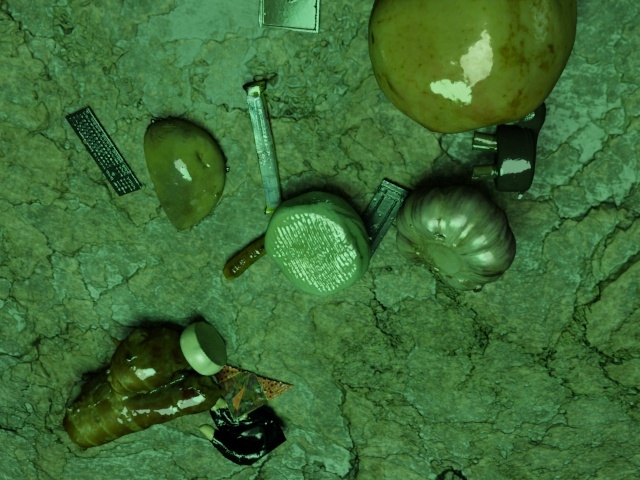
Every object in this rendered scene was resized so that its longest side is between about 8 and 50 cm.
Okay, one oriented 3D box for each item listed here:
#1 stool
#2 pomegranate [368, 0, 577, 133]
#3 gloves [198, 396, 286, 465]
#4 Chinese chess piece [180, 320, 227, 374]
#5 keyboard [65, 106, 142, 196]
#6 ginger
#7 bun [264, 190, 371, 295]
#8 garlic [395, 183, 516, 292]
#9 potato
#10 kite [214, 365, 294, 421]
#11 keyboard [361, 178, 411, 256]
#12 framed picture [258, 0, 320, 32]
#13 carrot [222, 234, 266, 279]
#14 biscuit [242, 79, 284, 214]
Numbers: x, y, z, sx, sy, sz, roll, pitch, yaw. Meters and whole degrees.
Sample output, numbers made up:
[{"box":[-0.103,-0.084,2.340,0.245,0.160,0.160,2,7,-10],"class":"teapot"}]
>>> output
[{"box":[0.333,-0.176,1.535,0.121,0.125,0.217,5,116,8],"class":"stool"},{"box":[0.220,-0.336,1.331,0.342,0.342,0.343,5,125,6],"class":"pomegranate"},{"box":[-0.199,0.437,2.058,0.164,0.124,0.203,-34,83,-9],"class":"gloves"},{"box":[-0.260,0.241,1.921,0.051,0.122,0.122,-32,114,17],"class":"Chinese chess piece"},{"box":[-0.434,-0.176,1.729,0.063,0.010,0.198,-17,120,22],"class":"keyboard"},{"box":[-0.448,0.333,1.992,0.418,0.176,0.254,-23,106,24],"class":"ginger"},{"box":[-0.002,-0.003,1.715,0.221,0.108,0.221,8,123,12],"class":"bun"},{"box":[0.261,-0.019,1.637,0.244,0.161,0.245,22,147,15],"class":"garlic"},{"box":[-0.253,-0.121,1.686,0.138,0.098,0.243,-12,123,15],"class":"potato"},{"box":[-0.181,0.363,2.009,0.222,0.125,0.008,19,169,-4],"class":"kite"},{"box":[0.110,-0.035,1.734,0.061,0.013,0.204,24,125,-7],"class":"keyboard"},{"box":[-0.053,-0.434,1.484,0.109,0.011,0.149,7,125,4],"class":"framed picture"},{"box":[-0.140,0.028,1.804,0.170,0.042,0.042,-35,113,27],"class":"carrot"},{"box":[-0.106,-0.171,1.667,0.048,0.026,0.292,-3,125,7],"class":"biscuit"}]
